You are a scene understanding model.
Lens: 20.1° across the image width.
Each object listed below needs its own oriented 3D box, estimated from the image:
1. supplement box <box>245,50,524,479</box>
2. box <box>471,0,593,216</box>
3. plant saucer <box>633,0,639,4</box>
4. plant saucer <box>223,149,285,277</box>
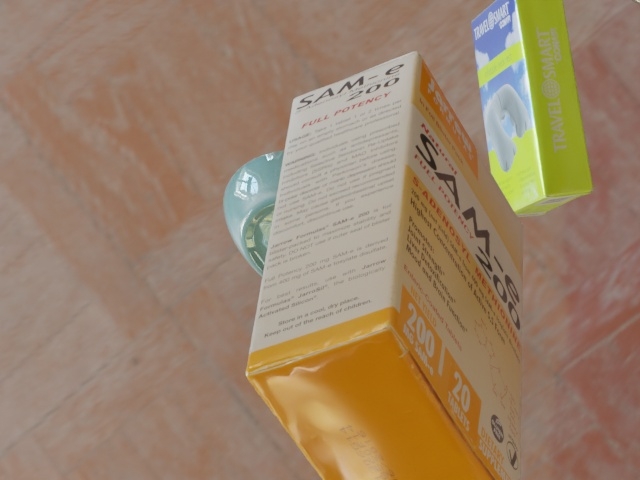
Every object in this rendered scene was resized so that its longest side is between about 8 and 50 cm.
[{"bbox_3d":[0.018,0.012,0.409,0.036,0.098,0.062,-20,125,22],"label":"supplement box"},{"bbox_3d":[0.155,-0.113,1.343,0.042,0.109,0.178,-6,83,-14],"label":"box"},{"bbox_3d":[0.179,-0.176,0.523,0.277,0.041,0.278,-11,66,26],"label":"plant saucer"},{"bbox_3d":[0.000,0.000,0.998,0.119,0.021,0.119,11,139,10],"label":"plant saucer"}]
